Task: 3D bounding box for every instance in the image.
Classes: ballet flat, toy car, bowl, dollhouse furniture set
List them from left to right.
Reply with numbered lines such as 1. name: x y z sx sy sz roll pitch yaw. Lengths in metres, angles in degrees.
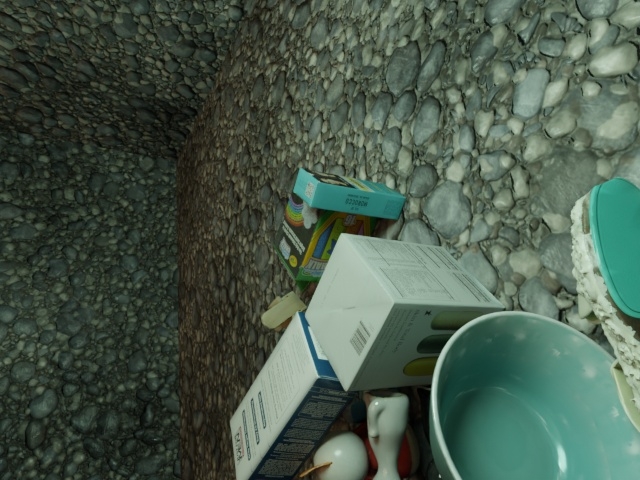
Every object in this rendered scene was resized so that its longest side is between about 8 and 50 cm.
1. dollhouse furniture set: -0.114 0.366 1.190 0.303 0.173 0.356 48 126 10
2. toy car: 0.063 0.448 0.936 0.210 0.237 0.220 121 142 -56
3. bowl: 0.277 0.272 0.628 0.163 0.311 0.312 105 154 -54
4. ballet flat: 0.400 0.121 0.569 0.147 0.146 0.410 -42 49 48

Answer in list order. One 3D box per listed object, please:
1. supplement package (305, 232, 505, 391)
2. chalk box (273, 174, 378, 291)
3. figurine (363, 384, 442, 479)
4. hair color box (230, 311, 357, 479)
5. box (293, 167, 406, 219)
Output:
1. supplement package: 0.149 0.133 0.852 0.198 0.262 0.200 55 130 48
2. chalk box: 0.000 0.000 1.214 0.180 0.179 0.289 54 130 48
3. figurine: 0.171 0.381 0.823 0.092 0.214 0.210 -17 71 59
4. hair color box: -0.064 0.336 0.927 0.348 0.105 0.174 -59 29 23
5. box: 0.069 -0.106 1.049 0.100 0.244 0.060 45 123 52
